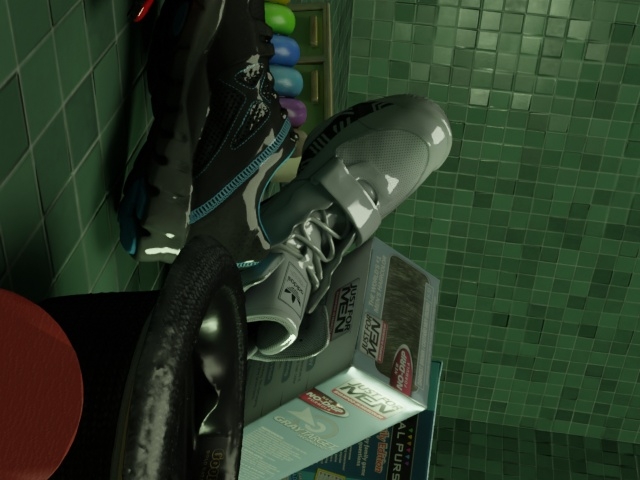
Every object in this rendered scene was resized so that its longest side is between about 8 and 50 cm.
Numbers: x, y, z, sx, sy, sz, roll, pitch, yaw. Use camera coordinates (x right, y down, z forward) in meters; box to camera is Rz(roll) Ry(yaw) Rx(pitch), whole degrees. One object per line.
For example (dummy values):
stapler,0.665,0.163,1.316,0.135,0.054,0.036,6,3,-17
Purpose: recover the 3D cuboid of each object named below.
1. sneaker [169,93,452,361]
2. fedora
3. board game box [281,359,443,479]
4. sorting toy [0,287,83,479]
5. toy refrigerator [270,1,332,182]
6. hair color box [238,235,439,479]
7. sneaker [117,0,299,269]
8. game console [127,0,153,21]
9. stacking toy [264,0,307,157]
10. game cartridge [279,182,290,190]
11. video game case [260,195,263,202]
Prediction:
sneaker,0.000,0.000,1.023,0.137,0.366,0.210,51,11,-30
fedora,-0.154,0.155,0.712,0.334,0.152,0.334,6,90,-84
board game box,-0.005,0.280,1.404,0.079,0.336,0.254,66,32,-79
sorting toy,-0.228,0.204,0.488,0.126,0.127,0.366,-24,-130,62
toy refrigerator,-0.032,-0.231,1.477,0.094,0.102,0.270,82,7,-67
hair color box,-0.026,0.170,1.183,0.374,0.113,0.185,-37,-150,41
sneaker,-0.091,-0.137,0.914,0.125,0.139,0.341,5,-98,64
game console,-0.139,-0.270,0.772,0.124,0.085,0.144,-47,-160,40
stacking toy,-0.076,-0.262,1.115,0.141,0.141,0.330,-40,133,-81
game cartridge,-0.041,-0.234,1.734,0.196,0.060,0.294,81,12,-57
video game case,-0.105,-0.123,1.490,0.201,0.023,0.183,84,14,-69
